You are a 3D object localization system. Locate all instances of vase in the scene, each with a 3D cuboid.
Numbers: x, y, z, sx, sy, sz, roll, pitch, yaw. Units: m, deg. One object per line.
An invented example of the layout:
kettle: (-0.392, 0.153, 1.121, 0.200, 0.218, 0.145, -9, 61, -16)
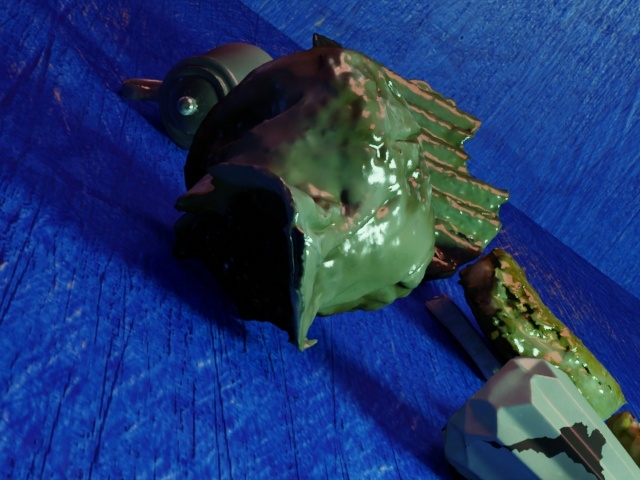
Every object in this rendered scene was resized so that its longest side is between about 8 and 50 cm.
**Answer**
vase: (0.292, 0.290, 1.749, 0.360, 0.165, 0.165, 46, 13, 11)

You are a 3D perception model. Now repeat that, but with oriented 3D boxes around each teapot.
teapot: (-0.154, -0.181, 2.201, 0.239, 0.162, 0.149, 17, 15, 24)

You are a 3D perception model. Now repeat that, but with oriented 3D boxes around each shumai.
shumai: (0.000, 0.000, 1.737, 0.330, 0.292, 0.288, 57, 8, -33)

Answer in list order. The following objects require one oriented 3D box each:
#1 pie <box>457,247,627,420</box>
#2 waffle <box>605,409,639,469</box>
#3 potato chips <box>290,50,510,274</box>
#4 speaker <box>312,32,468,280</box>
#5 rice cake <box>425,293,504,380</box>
pie: (0.299, 0.140, 2.316, 0.288, 0.103, 0.355, 51, 3, 7)
waffle: (0.436, 0.296, 1.873, 0.329, 0.062, 0.329, 35, -3, 2)
potato chips: (0.085, -0.136, 2.402, 0.389, 0.097, 0.373, 16, 50, -30)
speaker: (0.089, -0.123, 2.571, 0.388, 0.184, 0.180, 43, 12, 13)
rice cake: (0.206, 0.139, 2.304, 0.043, 0.034, 0.211, 41, 8, -36)
